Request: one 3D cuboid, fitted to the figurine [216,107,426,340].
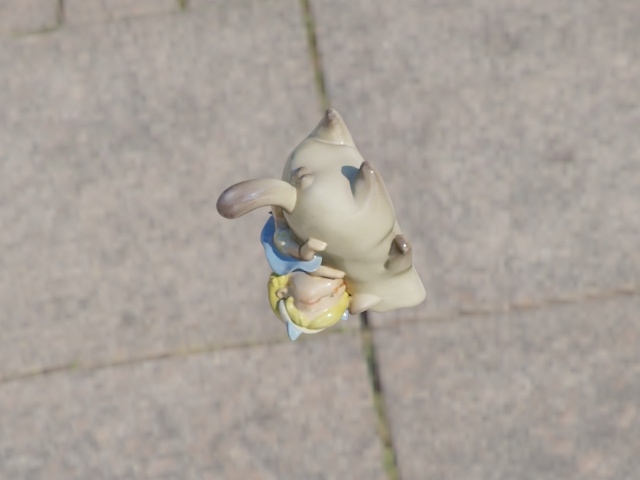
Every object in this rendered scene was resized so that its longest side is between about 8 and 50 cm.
[{"bbox_3d":[0.000,0.000,0.644,0.051,0.083,0.047,-25,45,-1],"label":"figurine"}]
